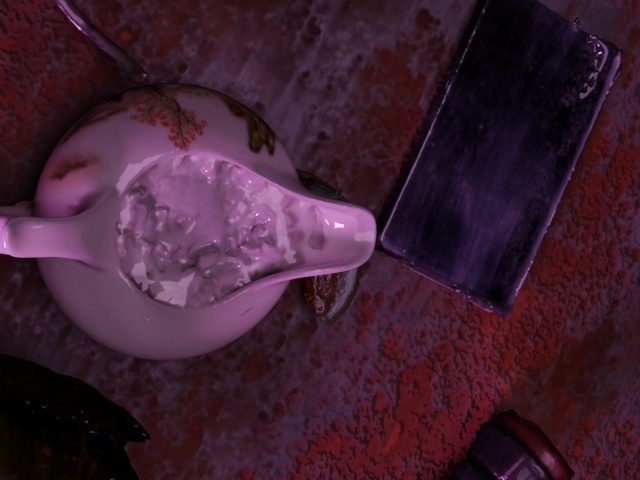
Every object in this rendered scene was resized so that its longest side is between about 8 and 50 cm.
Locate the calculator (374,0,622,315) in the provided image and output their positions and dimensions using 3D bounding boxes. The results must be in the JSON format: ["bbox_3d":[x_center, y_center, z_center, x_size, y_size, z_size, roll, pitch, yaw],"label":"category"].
[{"bbox_3d":[0.155,-0.080,1.204,0.161,0.021,0.262,28,85,-28],"label":"calculator"}]

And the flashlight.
[{"bbox_3d":[0.111,0.253,1.207,0.232,0.093,0.093,-43,115,-10],"label":"flashlight"}]

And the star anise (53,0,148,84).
[{"bbox_3d":[-0.204,-0.236,0.958,0.227,0.148,0.219,17,56,-54],"label":"star anise"}]

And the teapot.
[{"bbox_3d":[-0.114,-0.010,1.013,0.298,0.139,0.204,-6,104,-27],"label":"teapot"}]

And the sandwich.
[{"bbox_3d":[0.001,-0.002,1.133,0.067,0.029,0.135,-29,110,-21],"label":"sandwich"}]

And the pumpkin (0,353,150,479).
[{"bbox_3d":[-0.263,0.224,0.946,0.320,0.192,0.321,-7,103,-30],"label":"pumpkin"}]
